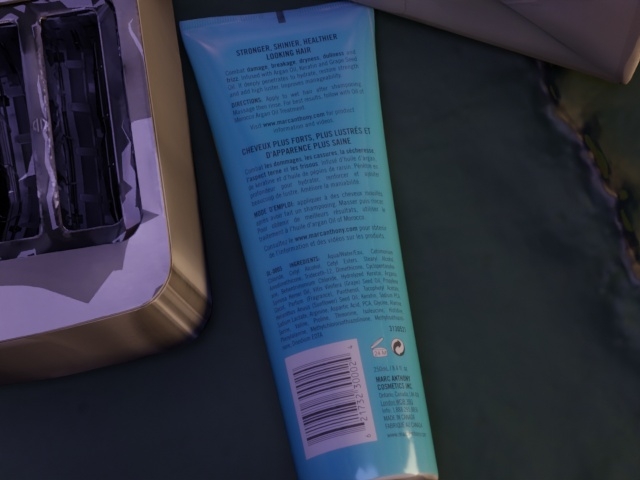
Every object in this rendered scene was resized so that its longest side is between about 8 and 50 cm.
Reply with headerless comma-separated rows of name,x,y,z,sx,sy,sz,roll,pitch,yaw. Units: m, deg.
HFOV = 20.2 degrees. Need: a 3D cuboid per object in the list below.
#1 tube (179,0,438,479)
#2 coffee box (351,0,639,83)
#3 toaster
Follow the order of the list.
tube,0.000,0.000,0.713,0.080,0.052,0.207,-8,73,-10
coffee box,0.091,-0.235,0.708,0.168,0.119,0.297,19,80,7
toaster,-0.136,-0.023,0.692,0.168,0.110,0.185,-8,80,3
